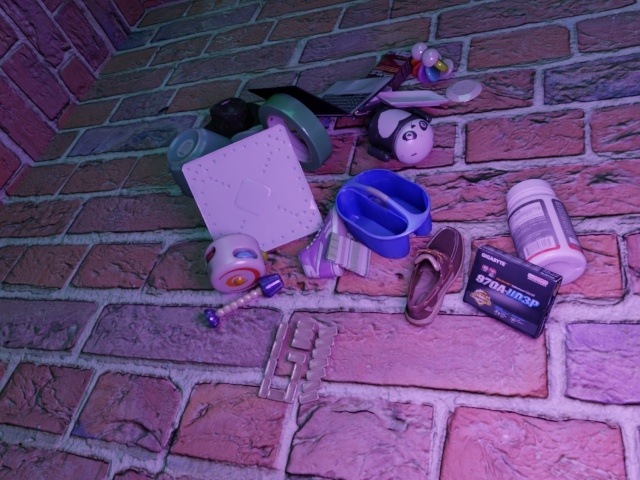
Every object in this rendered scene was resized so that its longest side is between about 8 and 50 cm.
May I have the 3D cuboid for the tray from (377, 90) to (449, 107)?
[{"bbox_3d":[0.355,-0.552,1.961,0.270,0.030,0.145,-9,33,-21],"label":"tray"}]

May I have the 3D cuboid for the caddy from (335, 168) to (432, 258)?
[{"bbox_3d":[0.206,-0.102,1.636,0.241,0.179,0.341,-44,50,-13],"label":"caddy"}]

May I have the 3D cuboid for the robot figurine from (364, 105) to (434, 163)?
[{"bbox_3d":[0.285,-0.393,1.837,0.278,0.173,0.209,39,119,40],"label":"robot figurine"}]

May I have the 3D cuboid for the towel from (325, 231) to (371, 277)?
[{"bbox_3d":[0.090,0.046,1.606,0.023,0.152,0.113,-47,25,48],"label":"towel"}]

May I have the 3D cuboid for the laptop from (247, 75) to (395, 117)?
[{"bbox_3d":[-0.001,-0.614,1.968,0.408,0.236,0.382,-44,33,-18],"label":"laptop"}]

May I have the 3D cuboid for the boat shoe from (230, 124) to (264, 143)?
[{"bbox_3d":[-0.273,-0.459,2.195,0.267,0.096,0.088,-21,16,24],"label":"boat shoe"}]

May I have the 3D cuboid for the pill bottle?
[{"bbox_3d":[0.621,-0.025,1.407,0.161,0.161,0.283,-11,49,15],"label":"pill bottle"}]

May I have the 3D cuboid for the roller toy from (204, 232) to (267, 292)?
[{"bbox_3d":[-0.288,0.084,1.681,0.209,0.191,0.146,-23,58,4],"label":"roller toy"}]

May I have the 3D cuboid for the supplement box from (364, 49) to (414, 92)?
[{"bbox_3d":[0.297,-0.721,2.169,0.130,0.073,0.239,23,66,35],"label":"supplement box"}]

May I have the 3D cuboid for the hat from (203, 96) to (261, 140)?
[{"bbox_3d":[-0.422,-0.575,2.321,0.331,0.134,0.332,-12,50,14],"label":"hat"}]

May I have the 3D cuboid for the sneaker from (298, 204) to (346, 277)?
[{"bbox_3d":[0.000,0.000,1.698,0.160,0.102,0.282,-9,50,21],"label":"sneaker"}]

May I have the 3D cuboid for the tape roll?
[{"bbox_3d":[-0.097,-0.412,1.919,0.321,0.321,0.077,30,70,38],"label":"tape roll"}]

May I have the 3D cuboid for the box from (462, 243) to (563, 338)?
[{"bbox_3d":[0.503,0.132,1.327,0.051,0.175,0.220,-15,34,-43],"label":"box"}]

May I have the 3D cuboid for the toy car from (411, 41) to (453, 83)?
[{"bbox_3d":[0.446,-0.723,2.077,0.136,0.159,0.182,-57,45,21],"label":"toy car"}]

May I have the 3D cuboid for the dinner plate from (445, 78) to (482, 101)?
[{"bbox_3d":[0.571,-0.604,1.996,0.141,0.017,0.141,-13,48,15],"label":"dinner plate"}]

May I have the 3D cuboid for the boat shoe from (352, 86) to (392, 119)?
[{"bbox_3d":[0.159,-0.548,2.075,0.302,0.091,0.114,-8,35,23],"label":"boat shoe"}]

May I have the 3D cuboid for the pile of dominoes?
[{"bbox_3d":[-0.059,0.361,1.487,0.195,0.040,0.251,5,64,26],"label":"pile of dominoes"}]

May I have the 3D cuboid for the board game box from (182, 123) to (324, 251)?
[{"bbox_3d":[-0.234,-0.156,1.773,0.389,0.390,0.050,-21,10,6],"label":"board game box"}]

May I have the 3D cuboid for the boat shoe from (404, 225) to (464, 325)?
[{"bbox_3d":[0.332,0.080,1.471,0.123,0.123,0.342,15,61,32],"label":"boat shoe"}]

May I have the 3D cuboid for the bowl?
[{"bbox_3d":[-0.532,-0.359,2.133,0.311,0.163,0.312,-16,55,24],"label":"bowl"}]

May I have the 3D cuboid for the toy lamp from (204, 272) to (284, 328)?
[{"bbox_3d":[-0.251,0.193,1.661,0.274,0.080,0.080,-29,47,-2],"label":"toy lamp"}]
